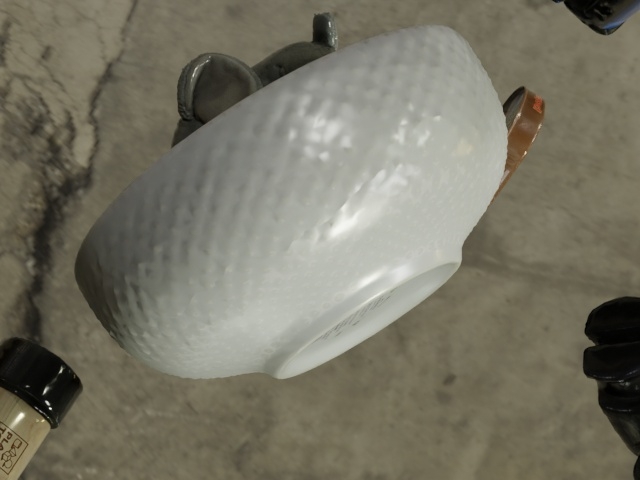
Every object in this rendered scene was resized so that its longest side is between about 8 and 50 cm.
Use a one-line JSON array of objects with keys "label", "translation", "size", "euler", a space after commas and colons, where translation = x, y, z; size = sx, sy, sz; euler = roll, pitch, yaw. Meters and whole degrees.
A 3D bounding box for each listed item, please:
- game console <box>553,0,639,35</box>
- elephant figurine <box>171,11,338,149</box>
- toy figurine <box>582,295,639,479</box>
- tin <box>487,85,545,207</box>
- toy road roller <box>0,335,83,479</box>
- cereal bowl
[{"label": "game console", "translation": [0.207, -0.289, 0.825], "size": [0.173, 0.250, 0.293], "euler": [39, 89, 1]}, {"label": "elephant figurine", "translation": [-0.086, -0.118, 1.451], "size": [0.240, 0.186, 0.169], "euler": [-9, 116, 0]}, {"label": "toy figurine", "translation": [0.261, 0.075, 0.674], "size": [0.213, 0.209, 0.148], "euler": [-42, 128, -5]}, {"label": "tin", "translation": [0.189, -0.086, 1.537], "size": [0.040, 0.106, 0.189], "euler": [31, 122, -4]}, {"label": "toy road roller", "translation": [-0.418, 0.143, 1.309], "size": [0.329, 0.241, 0.202], "euler": [47, 57, -28]}, {"label": "cereal bowl", "translation": [0.000, 0.000, 1.003], "size": [0.339, 0.339, 0.141], "euler": [-29, 78, -18]}]
